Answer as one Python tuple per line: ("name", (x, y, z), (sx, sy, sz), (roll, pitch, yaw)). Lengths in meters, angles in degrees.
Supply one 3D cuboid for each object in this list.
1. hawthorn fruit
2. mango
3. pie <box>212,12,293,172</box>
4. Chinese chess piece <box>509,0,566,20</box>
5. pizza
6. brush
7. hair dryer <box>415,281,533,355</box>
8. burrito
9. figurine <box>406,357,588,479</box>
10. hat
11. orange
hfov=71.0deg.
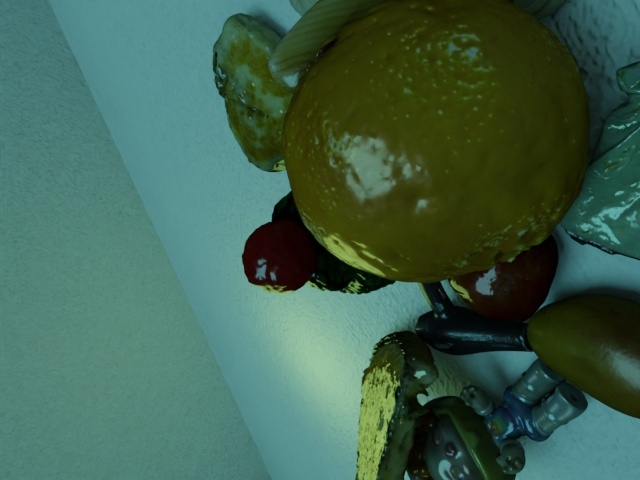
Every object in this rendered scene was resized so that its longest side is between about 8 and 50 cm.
("hawthorn fruit", (0.270, 0.032, 0.649), (0.148, 0.148, 0.172), (45, 130, 22))
("mango", (0.384, 0.144, 0.597), (0.221, 0.121, 0.151), (30, 138, 48))
("pie", (-0.133, -0.313, 0.986), (0.339, 0.077, 0.338), (32, 135, 38))
("Chinese chess piece", (0.229, -0.308, 0.502), (0.122, 0.051, 0.122), (35, 141, 34))
("pizza", (0.144, 0.321, 0.887), (0.080, 0.434, 0.391), (11, 130, -1))
("brush", (0.022, -0.298, 0.601), (0.166, 0.267, 0.174), (48, 156, 15))
("hair dryer", (0.223, 0.089, 0.774), (0.236, 0.091, 0.271), (-10, 117, 56))
("burrito", (0.359, -0.084, 0.478), (0.144, 0.089, 0.228), (23, 136, 25))
("figurine", (0.325, 0.369, 0.817), (0.382, 0.205, 0.224), (-45, 53, 44))
("hat", (0.000, 0.000, 0.812), (0.242, 0.332, 0.274), (-23, 94, 56))
("orange", (0.131, -0.098, 0.526), (0.293, 0.341, 0.340), (63, 151, 21))
